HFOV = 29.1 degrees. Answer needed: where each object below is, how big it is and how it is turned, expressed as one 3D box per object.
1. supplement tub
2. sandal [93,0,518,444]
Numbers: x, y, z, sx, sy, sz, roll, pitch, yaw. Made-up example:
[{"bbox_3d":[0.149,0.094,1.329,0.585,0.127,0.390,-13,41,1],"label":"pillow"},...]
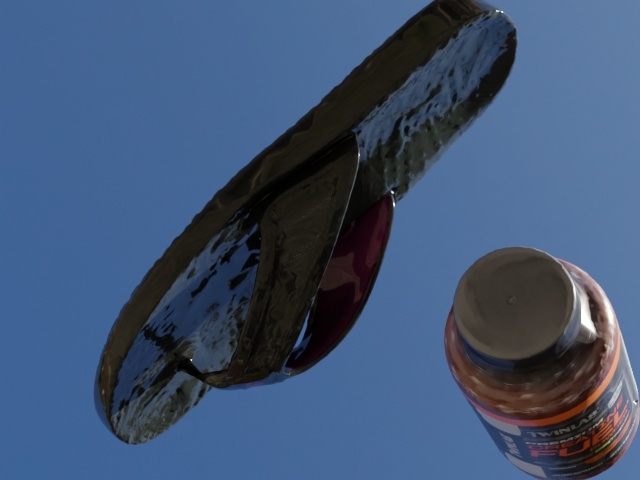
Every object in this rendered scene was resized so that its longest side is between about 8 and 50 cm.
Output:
[{"bbox_3d":[0.137,0.077,0.767,0.106,0.198,0.106,-9,-119,17],"label":"supplement tub"},{"bbox_3d":[0.000,-0.002,0.935,0.446,0.167,0.107,-47,-118,1],"label":"sandal"}]
